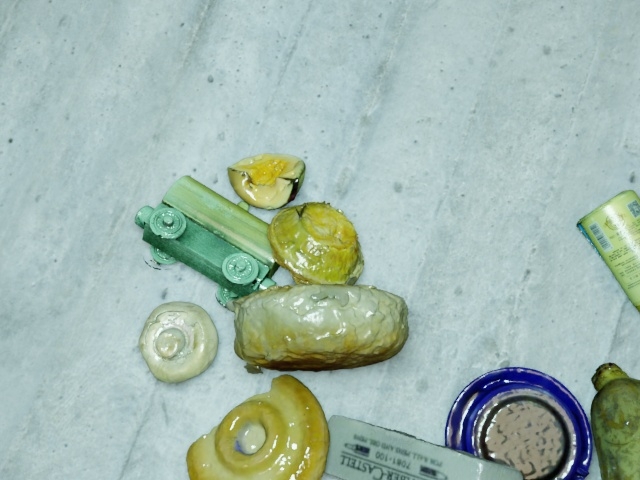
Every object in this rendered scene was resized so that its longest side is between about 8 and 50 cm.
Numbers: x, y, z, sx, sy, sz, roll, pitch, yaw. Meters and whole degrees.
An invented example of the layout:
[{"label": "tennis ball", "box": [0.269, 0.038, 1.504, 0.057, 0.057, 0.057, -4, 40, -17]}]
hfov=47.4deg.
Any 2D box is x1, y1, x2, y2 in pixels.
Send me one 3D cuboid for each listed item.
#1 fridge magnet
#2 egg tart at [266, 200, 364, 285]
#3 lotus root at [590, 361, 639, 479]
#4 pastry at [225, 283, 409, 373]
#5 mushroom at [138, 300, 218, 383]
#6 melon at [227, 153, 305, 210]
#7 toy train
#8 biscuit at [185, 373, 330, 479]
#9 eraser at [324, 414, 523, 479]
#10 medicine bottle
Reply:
[{"label": "fridge magnet", "box": [0.360, 0.362, 1.320, 0.266, 0.112, 0.265, 0, 77, 2]}, {"label": "egg tart", "box": [0.001, 0.000, 1.360, 0.213, 0.090, 0.212, 21, 42, -20]}, {"label": "lotus root", "box": [0.557, 0.359, 1.285, 0.173, 0.173, 0.309, -4, 62, 0]}, {"label": "pastry", "box": [-0.003, 0.156, 1.270, 0.330, 0.329, 0.136, -2, 76, 0]}, {"label": "mushroom", "box": [-0.267, 0.188, 1.359, 0.154, 0.122, 0.154, -1, 81, 8]}, {"label": "melon", "box": [-0.089, -0.119, 1.433, 0.160, 0.079, 0.128, 10, 37, 27]}, {"label": "toy train", "box": [-0.203, 0.003, 1.410, 0.308, 0.126, 0.189, 30, 49, 6]}, {"label": "biscuit", "box": [-0.100, 0.386, 1.314, 0.274, 0.091, 0.213, -41, 60, -10]}, {"label": "eraser", "box": [0.166, 0.403, 1.276, 0.353, 0.077, 0.111, 10, 77, 33]}, {"label": "medicine bottle", "box": [0.602, 0.029, 1.380, 0.124, 0.124, 0.238, -30, 81, -5]}]
